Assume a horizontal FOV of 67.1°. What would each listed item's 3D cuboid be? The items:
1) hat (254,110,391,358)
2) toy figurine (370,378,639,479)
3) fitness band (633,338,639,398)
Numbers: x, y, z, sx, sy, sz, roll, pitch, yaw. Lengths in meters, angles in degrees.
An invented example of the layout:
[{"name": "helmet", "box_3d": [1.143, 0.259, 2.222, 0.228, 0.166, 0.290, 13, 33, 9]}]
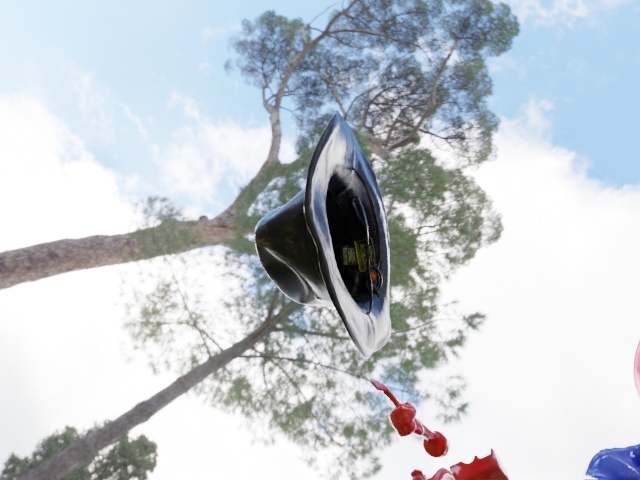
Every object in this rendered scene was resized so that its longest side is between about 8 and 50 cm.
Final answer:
[{"name": "hat", "box_3d": [0.000, 0.000, 0.621, 0.134, 0.331, 0.331, -6, -81, 19]}, {"name": "toy figurine", "box_3d": [0.160, 0.177, 0.205, 0.217, 0.362, 0.191, -33, -76, 16]}, {"name": "fitness band", "box_3d": [0.421, 0.077, 0.424, 0.291, 0.054, 0.209, -37, -65, 7]}]
